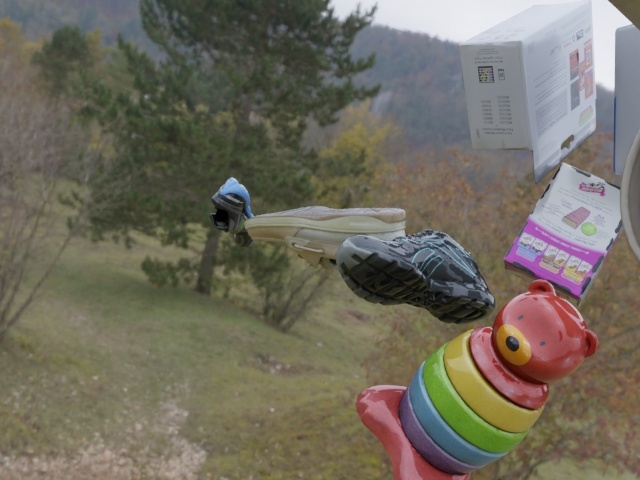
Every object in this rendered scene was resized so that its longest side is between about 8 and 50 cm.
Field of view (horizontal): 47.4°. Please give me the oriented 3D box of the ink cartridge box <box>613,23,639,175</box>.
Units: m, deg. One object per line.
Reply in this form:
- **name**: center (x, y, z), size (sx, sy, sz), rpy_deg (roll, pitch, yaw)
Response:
- **ink cartridge box**: center (0.767, -0.268, 1.360), size (0.394, 0.286, 0.166), rpy_deg (-4, 9, -11)

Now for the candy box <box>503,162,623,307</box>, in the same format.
- **candy box**: center (0.477, -0.013, 1.395), size (0.159, 0.233, 0.071), rpy_deg (30, -10, 24)

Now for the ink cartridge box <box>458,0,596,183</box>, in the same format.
- **ink cartridge box**: center (0.414, -0.290, 1.415), size (0.130, 0.272, 0.309), rpy_deg (9, 31, 41)

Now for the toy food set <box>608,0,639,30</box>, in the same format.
- **toy food set**: center (0.568, -0.400, 1.067), size (0.219, 0.092, 0.306), rpy_deg (36, -21, -15)

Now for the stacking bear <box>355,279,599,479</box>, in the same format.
- **stacking bear**: center (0.207, 0.176, 0.901), size (0.164, 0.289, 0.175), rpy_deg (5, 44, -43)

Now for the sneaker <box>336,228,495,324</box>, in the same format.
- **sneaker**: center (0.127, 0.036, 1.000), size (0.267, 0.106, 0.101), rpy_deg (22, -38, -34)

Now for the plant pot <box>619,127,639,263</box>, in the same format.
- **plant pot**: center (0.559, -0.040, 0.809), size (0.280, 0.323, 0.323), rpy_deg (22, 6, -25)

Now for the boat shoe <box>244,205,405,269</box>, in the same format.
- **boat shoe**: center (0.000, 0.000, 1.149), size (0.302, 0.098, 0.109), rpy_deg (1, 10, 37)

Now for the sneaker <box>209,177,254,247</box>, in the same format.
- **sneaker**: center (-0.166, -0.043, 1.350), size (0.067, 0.078, 0.188), rpy_deg (46, -17, 24)
